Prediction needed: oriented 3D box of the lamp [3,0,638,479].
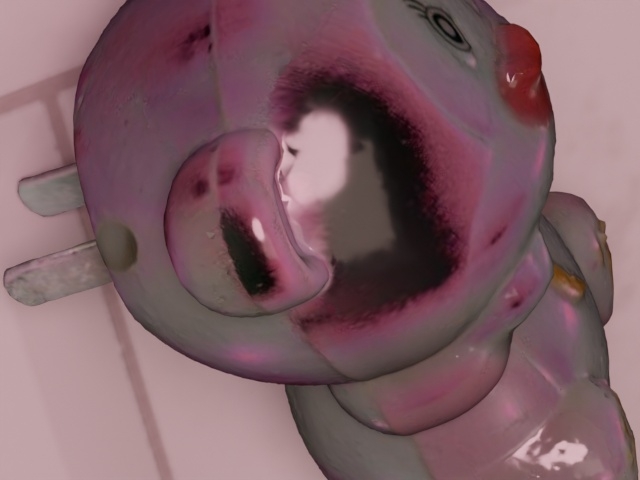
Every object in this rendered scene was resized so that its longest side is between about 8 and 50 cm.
[{"bbox_3d":[0.000,0.000,0.844,0.247,0.247,0.301,-14,136,20],"label":"lamp"}]
